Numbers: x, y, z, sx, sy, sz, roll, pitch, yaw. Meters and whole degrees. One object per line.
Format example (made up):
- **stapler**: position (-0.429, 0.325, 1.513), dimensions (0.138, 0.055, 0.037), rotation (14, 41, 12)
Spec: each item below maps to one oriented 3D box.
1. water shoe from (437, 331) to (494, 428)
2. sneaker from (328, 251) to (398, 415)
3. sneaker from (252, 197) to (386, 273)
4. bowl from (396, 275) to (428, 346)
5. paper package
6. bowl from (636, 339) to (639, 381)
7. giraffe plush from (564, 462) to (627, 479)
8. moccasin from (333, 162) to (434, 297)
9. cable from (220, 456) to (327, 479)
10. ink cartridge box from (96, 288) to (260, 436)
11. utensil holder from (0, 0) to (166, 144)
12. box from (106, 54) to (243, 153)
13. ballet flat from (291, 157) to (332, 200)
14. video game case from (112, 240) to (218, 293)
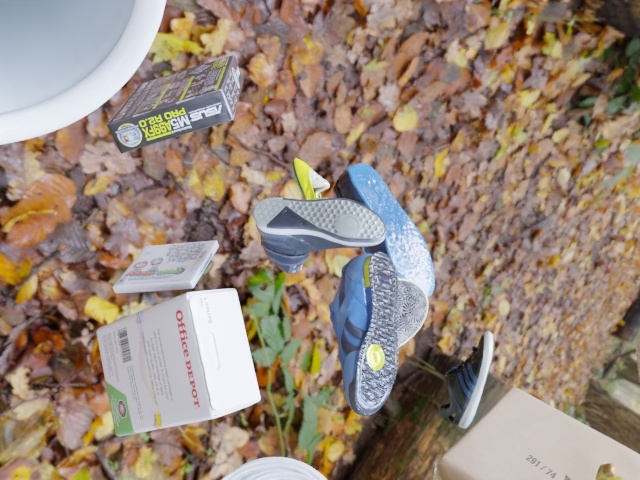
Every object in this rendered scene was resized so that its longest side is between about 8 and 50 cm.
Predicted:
- **water shoe**: position (0.290, 0.274, 1.162), dimensions (0.073, 0.080, 0.203), rotation (4, 101, -71)
- **sneaker**: position (0.049, 0.116, 0.734), dimensions (0.069, 0.082, 0.209), rotation (28, 55, -36)
- **sneaker**: position (0.000, -0.002, 1.036), dimensions (0.163, 0.226, 0.086), rotation (90, 9, -59)
- **bowl**: position (0.096, 0.114, 1.023), dimensions (0.170, 0.080, 0.170), rotation (-10, 125, -14)
- **paper package**: position (0.441, 0.492, 1.158), dimensions (0.309, 0.325, 0.168), rotation (-27, 129, -39)
- **bowl**: position (0.779, 0.279, 1.309), dimensions (0.053, 0.142, 0.142), rotation (123, -39, -86)
- **giraffe plush**: position (0.464, 0.377, 0.773), dimensions (0.171, 0.210, 0.181), rotation (-8, 127, -19)
- **moccasin**: position (0.145, -0.013, 1.329), dimensions (0.138, 0.342, 0.117), rotation (-18, 168, -37)
- **cable**: position (-0.083, 0.521, 1.044), dimensions (0.257, 0.257, 0.089), rotation (-34, 144, -27)
- **ink cartridge box**: position (-0.255, 0.216, 1.021), dimensions (0.117, 0.278, 0.201), rotation (-1, 74, -52)
- **utensil holder**: position (-0.337, -0.323, 0.490), dimensions (0.328, 0.385, 0.327), rotation (-19, 145, -13)
- **box**: position (-0.267, -0.269, 1.116), dimensions (0.216, 0.270, 0.060), rotation (-15, 120, 5)
- **ballet flat**: position (-0.008, -0.107, 1.439), dimensions (0.077, 0.231, 0.077), rotation (-19, 164, 17)
- **video game case**: position (-0.285, 0.047, 1.084), dimensions (0.143, 0.157, 0.019), rotation (-72, 153, -57)
